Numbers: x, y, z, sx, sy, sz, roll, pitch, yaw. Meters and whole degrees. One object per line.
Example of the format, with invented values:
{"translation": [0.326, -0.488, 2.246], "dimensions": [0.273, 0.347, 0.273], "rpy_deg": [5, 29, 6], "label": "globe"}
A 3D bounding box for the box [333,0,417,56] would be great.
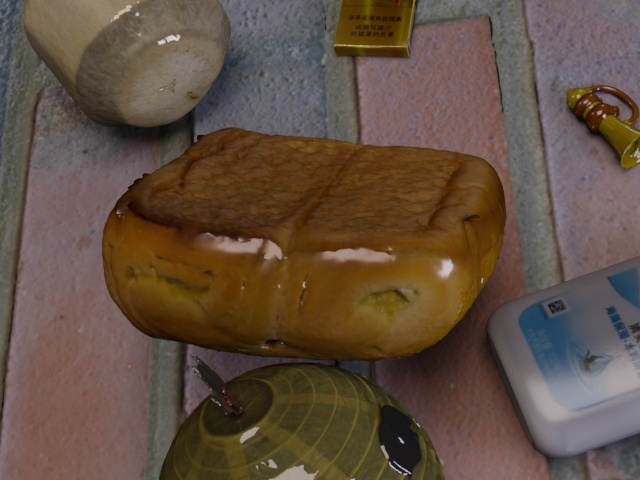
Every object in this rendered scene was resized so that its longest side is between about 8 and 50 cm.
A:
{"translation": [0.069, -0.279, 1.327], "dimensions": [0.089, 0.022, 0.156], "rpy_deg": [3, 63, 11], "label": "box"}

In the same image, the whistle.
{"translation": [0.301, -0.130, 1.193], "dimensions": [0.057, 0.046, 0.109], "rpy_deg": [-38, 55, 7], "label": "whistle"}

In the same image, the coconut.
{"translation": [-0.215, -0.240, 1.267], "dimensions": [0.202, 0.202, 0.222], "rpy_deg": [-33, 65, -6], "label": "coconut"}

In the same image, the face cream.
{"translation": [0.330, 0.079, 1.053], "dimensions": [0.337, 0.080, 0.163], "rpy_deg": [-19, 54, 2], "label": "face cream"}

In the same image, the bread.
{"translation": [-0.001, 0.008, 1.058], "dimensions": [0.328, 0.148, 0.337], "rpy_deg": [7, 22, 10], "label": "bread"}

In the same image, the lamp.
{"translation": [-0.026, 0.199, 0.951], "dimensions": [0.250, 0.284, 0.250], "rpy_deg": [-22, 28, 12], "label": "lamp"}
